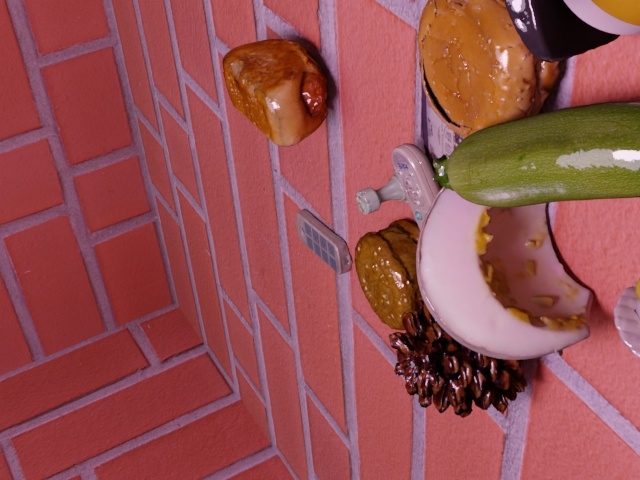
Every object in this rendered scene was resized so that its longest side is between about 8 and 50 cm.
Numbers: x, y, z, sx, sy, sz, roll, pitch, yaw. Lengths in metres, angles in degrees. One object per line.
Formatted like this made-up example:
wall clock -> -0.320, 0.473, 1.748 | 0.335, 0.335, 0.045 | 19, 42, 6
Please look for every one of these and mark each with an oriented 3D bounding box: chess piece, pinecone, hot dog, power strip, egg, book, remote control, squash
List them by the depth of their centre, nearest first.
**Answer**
squash -> 0.269, -0.092, 1.045 | 0.395, 0.107, 0.107 | -1, 111, 52
egg -> 0.233, 0.040, 1.263 | 0.162, 0.206, 0.271 | 44, -158, -79
book -> 0.216, -0.129, 1.362 | 0.231, 0.026, 0.157 | 45, 151, 46
pinecone -> 0.207, 0.166, 1.440 | 0.221, 0.222, 0.221 | 52, 155, 37
remote control -> 0.173, -0.054, 1.493 | 0.221, 0.042, 0.078 | 64, 162, -17
chess piece -> 0.111, -0.079, 1.564 | 0.067, 0.103, 0.067 | 52, 156, 36
hot dog -> -0.068, -0.281, 1.736 | 0.256, 0.153, 0.150 | 46, 155, 49
power strip -> 0.000, 0.000, 2.036 | 0.227, 0.029, 0.079 | 40, 147, 52

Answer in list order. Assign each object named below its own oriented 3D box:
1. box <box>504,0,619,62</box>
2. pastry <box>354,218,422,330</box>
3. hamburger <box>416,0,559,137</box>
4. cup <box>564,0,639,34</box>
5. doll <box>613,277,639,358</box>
box -> 0.234, -0.287, 0.924 | 0.042, 0.201, 0.212 | -6, 104, 46
pastry -> 0.137, 0.059, 1.645 | 0.188, 0.103, 0.188 | 52, 155, 37
hamburger -> 0.208, -0.225, 1.176 | 0.214, 0.108, 0.213 | 45, 145, 44
cup -> 0.296, -0.299, 0.778 | 0.226, 0.186, 0.241 | 150, 106, -76
doll -> 0.391, 0.039, 0.970 | 0.293, 0.119, 0.138 | 98, -173, -53
